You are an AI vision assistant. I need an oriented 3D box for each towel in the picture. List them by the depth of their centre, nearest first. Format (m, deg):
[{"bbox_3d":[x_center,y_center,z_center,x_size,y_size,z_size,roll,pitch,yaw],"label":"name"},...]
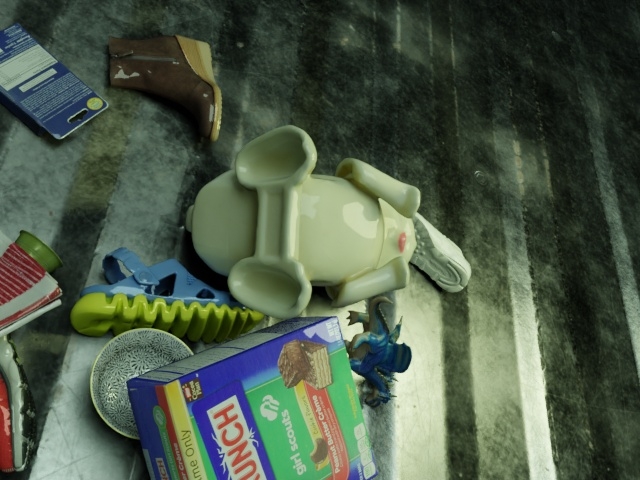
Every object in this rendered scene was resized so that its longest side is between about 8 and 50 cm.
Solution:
[{"bbox_3d":[-0.548,0.035,0.910,0.329,0.037,0.237,36,47,21],"label":"towel"}]

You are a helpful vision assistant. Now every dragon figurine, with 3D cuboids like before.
[{"bbox_3d":[0.110,0.184,1.173,0.144,0.289,0.085,10,40,-16],"label":"dragon figurine"}]

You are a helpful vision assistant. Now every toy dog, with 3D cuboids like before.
[{"bbox_3d":[0.000,0.000,1.193,0.408,0.395,0.285,5,78,-47],"label":"toy dog"}]

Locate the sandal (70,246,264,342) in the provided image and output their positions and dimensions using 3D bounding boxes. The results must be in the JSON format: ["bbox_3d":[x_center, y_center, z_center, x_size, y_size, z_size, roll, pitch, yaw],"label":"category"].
[{"bbox_3d":[-0.240,0.087,1.099,0.317,0.126,0.138,11,53,-28],"label":"sandal"}]

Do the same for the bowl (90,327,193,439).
[{"bbox_3d":[-0.273,0.228,1.017,0.170,0.080,0.170,16,55,-24],"label":"bowl"}]

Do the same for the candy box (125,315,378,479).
[{"bbox_3d":[-0.087,0.279,0.970,0.317,0.122,0.268,-16,93,-41],"label":"candy box"}]

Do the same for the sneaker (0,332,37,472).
[{"bbox_3d":[-0.472,0.196,0.917,0.118,0.107,0.279,-19,69,-22],"label":"sneaker"}]

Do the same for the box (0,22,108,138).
[{"bbox_3d":[-0.512,-0.279,1.198,0.225,0.036,0.136,41,50,-3],"label":"box"}]

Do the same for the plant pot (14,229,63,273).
[{"bbox_3d":[-0.457,0.040,1.023,0.083,0.083,0.079,40,62,-5],"label":"plant pot"}]

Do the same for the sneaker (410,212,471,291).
[{"bbox_3d":[0.242,0.009,1.480,0.235,0.090,0.095,49,36,-3],"label":"sneaker"}]

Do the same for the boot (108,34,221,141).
[{"bbox_3d":[-0.311,-0.302,1.327,0.207,0.090,0.248,-5,67,-21],"label":"boot"}]
